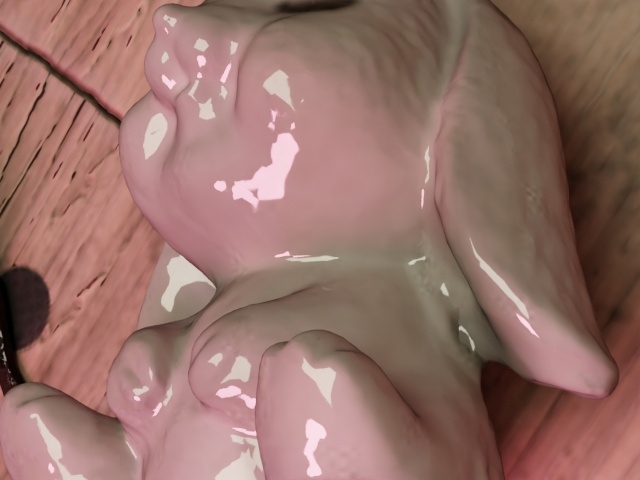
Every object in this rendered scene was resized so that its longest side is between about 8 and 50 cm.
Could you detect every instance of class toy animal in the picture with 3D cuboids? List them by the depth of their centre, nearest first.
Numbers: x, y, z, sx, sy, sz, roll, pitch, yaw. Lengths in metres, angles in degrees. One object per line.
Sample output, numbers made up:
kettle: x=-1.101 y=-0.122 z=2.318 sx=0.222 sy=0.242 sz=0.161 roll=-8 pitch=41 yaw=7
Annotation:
toy animal: x=0.000 y=0.000 z=0.631 sx=0.271 sy=0.206 sz=0.265 roll=-21 pitch=58 yaw=45

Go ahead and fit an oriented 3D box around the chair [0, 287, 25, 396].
chair: x=-0.254 y=0.008 z=0.807 sx=0.106 sy=0.113 sz=0.229 roll=-26 pitch=74 yaw=21
